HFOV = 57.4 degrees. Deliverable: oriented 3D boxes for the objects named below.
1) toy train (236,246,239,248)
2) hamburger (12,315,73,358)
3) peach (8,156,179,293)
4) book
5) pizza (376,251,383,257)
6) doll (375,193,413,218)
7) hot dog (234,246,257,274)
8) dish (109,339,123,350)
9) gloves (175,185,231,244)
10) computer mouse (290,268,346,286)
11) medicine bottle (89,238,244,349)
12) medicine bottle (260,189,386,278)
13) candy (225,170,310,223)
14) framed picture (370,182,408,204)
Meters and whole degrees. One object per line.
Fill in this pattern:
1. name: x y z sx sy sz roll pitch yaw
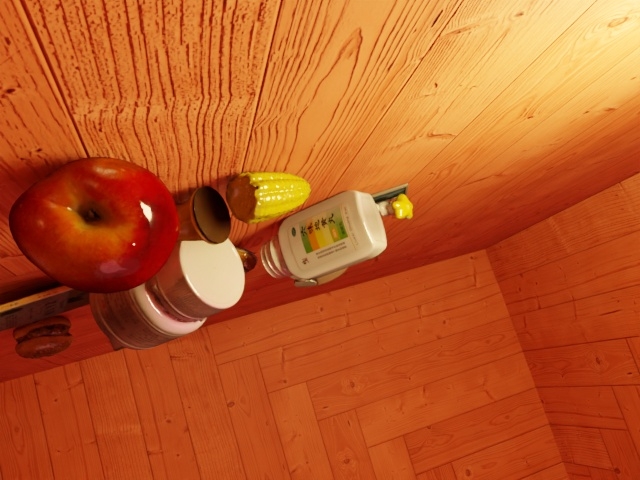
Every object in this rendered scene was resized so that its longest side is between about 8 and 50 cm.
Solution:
1. toy train: -0.254 0.042 1.747 0.053 0.033 0.083 -21 170 -8
2. hamburger: -0.909 0.322 1.935 0.191 0.117 0.182 -25 170 18
3. peach: -0.331 -0.019 0.875 0.244 0.199 0.243 -7 173 -1
4. book: -0.676 0.154 1.535 0.389 0.032 0.269 -19 172 -31
5. pizza: 0.187 0.032 2.300 0.154 0.069 0.194 -8 160 -39
6. doll: 0.195 -0.094 1.650 0.135 0.071 0.113 -3 -179 -32
7. hot dog: -0.292 0.063 1.611 0.268 0.075 0.144 3 149 -41
8. dish: -0.488 0.167 1.678 0.324 0.124 0.324 -34 -171 6
9. gloves: -0.336 -0.016 1.180 0.295 0.116 0.133 -15 164 23
10. computer mouse: -0.002 0.103 2.205 0.237 0.081 0.145 -20 139 1
11. medicine bottle: -0.352 0.106 1.356 0.302 0.241 0.241 -23 168 29
12. medicine bottle: 0.000 0.000 1.533 0.324 0.179 0.124 -22 169 30
13. candy: -0.092 -0.092 1.172 0.106 0.094 0.199 -33 168 38
14. framed picture: 0.173 -0.122 1.640 0.149 0.011 0.109 -17 169 4
